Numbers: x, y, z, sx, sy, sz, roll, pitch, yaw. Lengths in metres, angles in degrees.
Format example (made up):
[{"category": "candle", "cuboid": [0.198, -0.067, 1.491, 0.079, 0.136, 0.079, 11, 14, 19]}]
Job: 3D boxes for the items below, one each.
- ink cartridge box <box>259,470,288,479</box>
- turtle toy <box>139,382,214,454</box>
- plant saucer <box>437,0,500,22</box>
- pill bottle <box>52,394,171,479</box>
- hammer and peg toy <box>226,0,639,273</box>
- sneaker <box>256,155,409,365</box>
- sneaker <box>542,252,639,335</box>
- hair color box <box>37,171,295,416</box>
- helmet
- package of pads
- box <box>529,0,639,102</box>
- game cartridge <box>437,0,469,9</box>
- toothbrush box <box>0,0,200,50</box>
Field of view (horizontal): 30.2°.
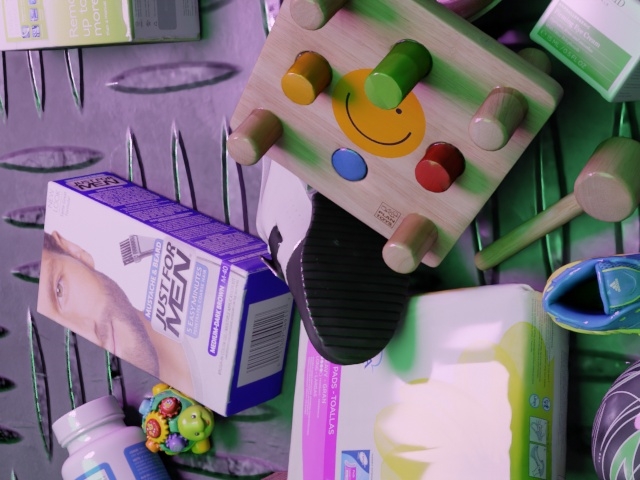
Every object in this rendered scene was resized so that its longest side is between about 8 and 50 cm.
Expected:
[{"category": "ink cartridge box", "cuboid": [-0.060, 0.402, 1.350, 0.088, 0.193, 0.234, -8, 94, 39]}, {"category": "turtle toy", "cuboid": [-0.179, 0.228, 1.490, 0.130, 0.066, 0.095, -11, 92, 39]}, {"category": "plant saucer", "cuboid": [0.092, -0.342, 1.104, 0.310, 0.050, 0.310, 5, 99, 34]}, {"category": "pill bottle", "cuboid": [-0.258, 0.318, 1.533, 0.124, 0.124, 0.221, -37, 75, 36]}, {"category": "hammer and peg toy", "cuboid": [0.099, -0.084, 1.086, 0.361, 0.127, 0.266, 35, 137, 3]}, {"category": "sneaker", "cuboid": [0.000, 0.000, 1.244, 0.146, 0.122, 0.330, -52, 36, 47]}, {"category": "sneaker", "cuboid": [0.303, 0.045, 1.024, 0.240, 0.126, 0.091, -13, 86, 27]}, {"category": "hair color box", "cuboid": [-0.193, 0.056, 1.445, 0.339, 0.110, 0.185, 23, 113, 34]}, {"category": "helmet", "cuboid": [0.318, 0.175, 1.032, 0.161, 0.169, 0.169, 49, 126, -1]}, {"category": "package of pads", "cuboid": [0.106, 0.166, 1.192, 0.296, 0.101, 0.229, -9, 68, 38]}, {"category": "box", "cuboid": [0.263, -0.185, 1.044, 0.101, 0.102, 0.087, 46, 121, 24]}, {"category": "game cartridge", "cuboid": [0.104, -0.321, 1.161, 0.355, 0.068, 0.230, -33, 82, 32]}, {"category": "toothbrush box", "cuboid": [-0.291, -0.337, 1.437, 0.283, 0.122, 0.206, 5, 101, 39]}]
